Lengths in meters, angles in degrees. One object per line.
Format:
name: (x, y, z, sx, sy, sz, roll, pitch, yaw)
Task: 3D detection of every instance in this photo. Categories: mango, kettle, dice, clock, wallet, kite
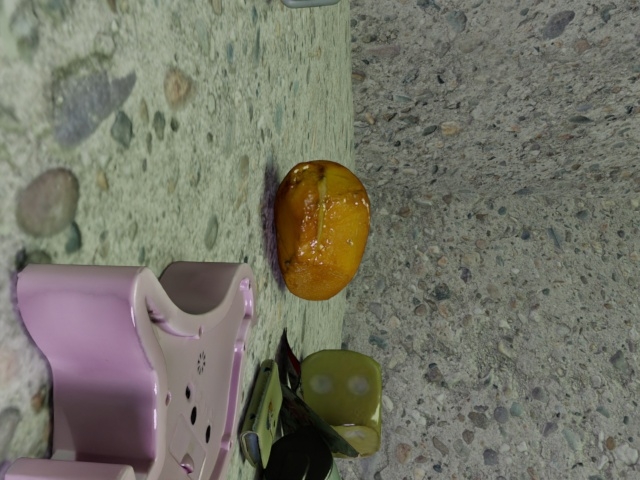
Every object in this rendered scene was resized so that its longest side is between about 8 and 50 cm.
mango: (0.000, 0.000, 0.984, 0.199, 0.201, 0.350, -48, 158, -34)
kettle: (-0.042, 0.521, 0.965, 0.221, 0.161, 0.236, -61, 154, -53)
dice: (0.054, 0.458, 1.376, 0.238, 0.233, 0.226, 86, 9, -45)
clock: (-0.130, 0.098, 0.403, 0.290, 0.080, 0.275, 86, 10, -51)
wallet: (-0.102, 0.302, 0.860, 0.155, 0.040, 0.110, -76, 164, -57)
kite: (-0.023, 0.401, 1.040, 0.267, 0.013, 0.323, 58, -33, -2)

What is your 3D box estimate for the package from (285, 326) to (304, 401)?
package: (-0.056, 0.332, 1.113, 0.154, 0.030, 0.239, -128, -152, -61)

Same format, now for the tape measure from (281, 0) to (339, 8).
tape measure: (-0.033, -0.499, 0.751, 0.246, 0.125, 0.243, -68, 153, -76)
